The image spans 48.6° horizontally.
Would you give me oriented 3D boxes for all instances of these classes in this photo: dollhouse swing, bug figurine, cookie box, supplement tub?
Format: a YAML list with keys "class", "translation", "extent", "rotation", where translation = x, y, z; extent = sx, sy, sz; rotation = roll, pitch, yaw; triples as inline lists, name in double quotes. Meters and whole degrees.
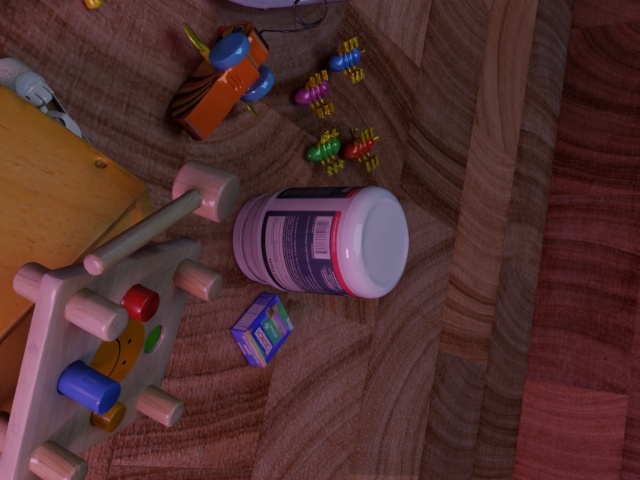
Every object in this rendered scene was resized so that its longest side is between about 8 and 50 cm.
- class: "dollhouse swing"
  translation: [-0.411, 0.067, 0.894]
  extent: [0.315, 0.305, 0.346]
  rotation: [35, 55, -1]
- class: "bug figurine"
  translation: [0.036, -0.265, 1.458]
  extent: [0.216, 0.072, 0.278]
  rotation: [-33, 122, -40]
- class: "cookie box"
  translation: [-0.106, 0.165, 1.315]
  extent: [0.107, 0.040, 0.091]
  rotation: [-51, 130, -38]
- class: "supplement tub"
  translation: [0.000, 0.000, 1.255]
  extent: [0.191, 0.272, 0.191]
  rotation: [-4, 95, -53]

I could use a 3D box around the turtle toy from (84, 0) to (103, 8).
- class: "turtle toy"
  translation: [-0.315, -0.377, 0.991]
  extent: [0.130, 0.066, 0.095]
  rotation: [-50, 129, -39]

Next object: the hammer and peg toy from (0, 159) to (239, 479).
- class: "hammer and peg toy"
  translation: [-0.229, 0.079, 0.787]
  extent: [0.266, 0.127, 0.361]
  rotation: [-22, 133, -65]

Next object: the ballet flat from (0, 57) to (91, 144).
- class: "ballet flat"
  translation: [-0.364, -0.177, 0.949]
  extent: [0.168, 0.052, 0.057]
  rotation: [57, 49, -36]

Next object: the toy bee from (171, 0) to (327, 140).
- class: "toy bee"
  translation: [-0.139, -0.295, 1.188]
  extent: [0.298, 0.162, 0.195]
  rotation: [-30, 127, -21]

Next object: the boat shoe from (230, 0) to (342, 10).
- class: "boat shoe"
  translation: [-0.061, -0.487, 1.276]
  extent: [0.367, 0.156, 0.135]
  rotation: [-11, 107, -23]
